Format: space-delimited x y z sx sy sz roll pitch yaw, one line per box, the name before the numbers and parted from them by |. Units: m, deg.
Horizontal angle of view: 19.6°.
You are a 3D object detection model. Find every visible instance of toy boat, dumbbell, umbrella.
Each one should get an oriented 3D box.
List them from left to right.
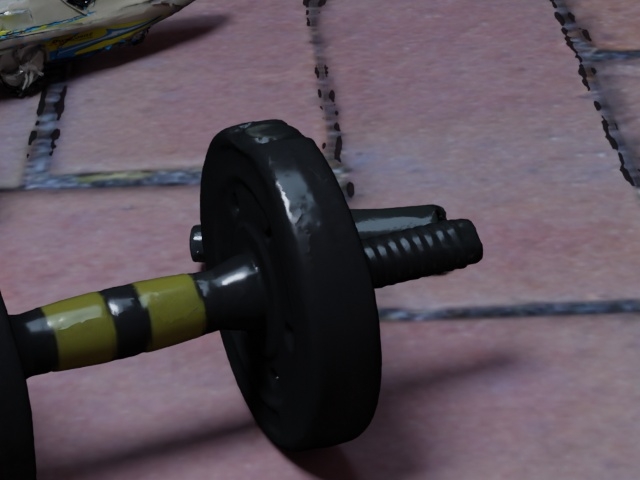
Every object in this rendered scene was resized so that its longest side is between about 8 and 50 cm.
toy boat | -0.155 -0.145 1.191 0.210 0.066 0.084 -19 34 -31
dumbbell | -0.082 0.034 0.761 0.325 0.143 0.143 -12 29 -20
umbrella | 0.000 0.001 0.939 0.133 0.031 0.036 -2 26 1
